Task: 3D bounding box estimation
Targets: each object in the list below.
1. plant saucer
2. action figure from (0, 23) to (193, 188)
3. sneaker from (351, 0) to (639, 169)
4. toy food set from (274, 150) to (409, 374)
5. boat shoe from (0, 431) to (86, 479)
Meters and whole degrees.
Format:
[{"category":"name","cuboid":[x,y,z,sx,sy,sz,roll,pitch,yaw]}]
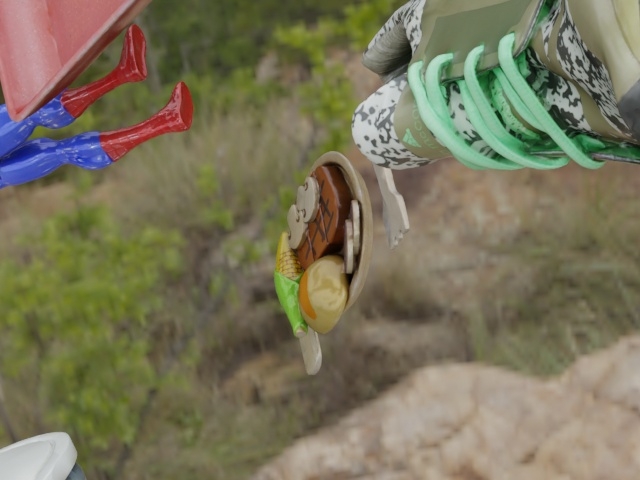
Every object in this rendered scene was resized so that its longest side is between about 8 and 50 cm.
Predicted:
[{"category":"plant saucer","cuboid":[-0.142,-0.242,1.239,0.047,0.259,0.258,0,65,-36]},{"category":"action figure","cuboid":[-0.226,-0.080,1.392,0.280,0.091,0.139,-25,39,17]},{"category":"sneaker","cuboid":[0.108,-0.077,1.015,0.182,0.158,0.410,-36,13,5]},{"category":"toy food set","cuboid":[0.000,0.000,1.439,0.038,0.192,0.132,3,53,-24]},{"category":"boat shoe","cuboid":[-0.187,0.215,0.900,0.116,0.099,0.319,-17,27,35]}]
